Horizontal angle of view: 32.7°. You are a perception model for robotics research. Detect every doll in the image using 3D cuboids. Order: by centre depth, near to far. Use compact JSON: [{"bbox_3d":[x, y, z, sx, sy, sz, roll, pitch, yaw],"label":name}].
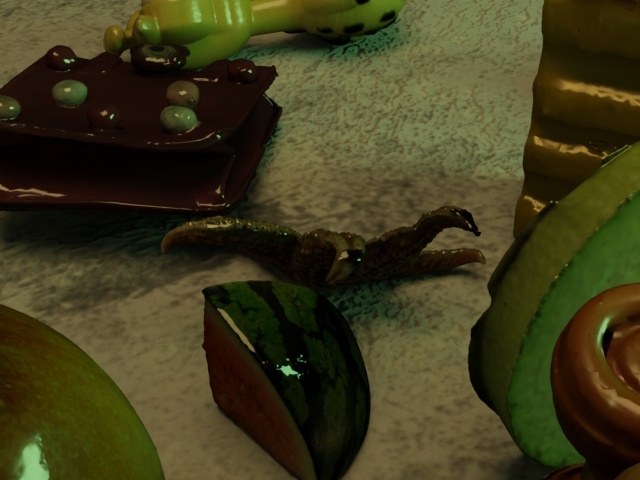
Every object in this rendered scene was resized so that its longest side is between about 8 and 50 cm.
[{"bbox_3d":[-0.053,-0.209,0.987,0.291,0.086,0.117,-11,0,-10],"label":"doll"}]

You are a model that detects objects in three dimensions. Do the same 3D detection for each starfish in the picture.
[{"bbox_3d":[0.000,0.008,0.722,0.213,0.057,0.238,8,-8,-42],"label":"starfish"}]

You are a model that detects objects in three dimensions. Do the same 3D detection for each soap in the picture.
[{"bbox_3d":[0.301,-0.063,0.713,0.324,0.204,0.096,16,39,18],"label":"soap"}]

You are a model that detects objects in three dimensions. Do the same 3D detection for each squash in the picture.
[{"bbox_3d":[0.186,0.035,0.583,0.219,0.219,0.041,-14,41,-16],"label":"squash"}]

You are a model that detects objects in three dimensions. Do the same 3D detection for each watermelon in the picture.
[{"bbox_3d":[-0.033,0.073,0.645,0.094,0.135,0.125,-23,32,32],"label":"watermelon"}]

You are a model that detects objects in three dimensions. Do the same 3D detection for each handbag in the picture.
[{"bbox_3d":[-0.142,-0.094,0.831,0.203,0.074,0.216,5,28,7],"label":"handbag"}]

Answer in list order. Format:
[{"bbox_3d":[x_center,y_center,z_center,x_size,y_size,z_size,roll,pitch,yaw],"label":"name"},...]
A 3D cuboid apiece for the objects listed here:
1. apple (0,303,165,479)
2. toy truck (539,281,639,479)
[{"bbox_3d":[-0.178,0.144,0.490,0.236,0.208,0.237,-14,42,13],"label":"apple"},{"bbox_3d":[0.165,0.173,0.424,0.211,0.204,0.288,15,48,16],"label":"toy truck"}]
